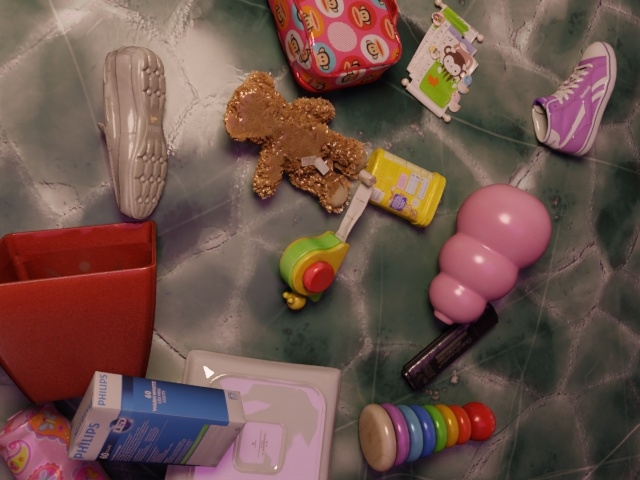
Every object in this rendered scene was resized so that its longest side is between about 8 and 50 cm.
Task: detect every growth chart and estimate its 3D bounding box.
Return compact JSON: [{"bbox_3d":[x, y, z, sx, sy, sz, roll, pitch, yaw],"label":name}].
[{"bbox_3d":[0.289,-0.411,1.180,0.172,0.021,0.237,26,86,-17],"label":"growth chart"}]

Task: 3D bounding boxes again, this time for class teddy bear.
[{"bbox_3d":[-0.049,-0.196,1.061,0.337,0.113,0.245,12,97,-24],"label":"teddy bear"}]

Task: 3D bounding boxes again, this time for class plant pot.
[{"bbox_3d":[-0.413,0.123,0.894,0.267,0.267,0.236,-7,110,-16],"label":"plant pot"}]

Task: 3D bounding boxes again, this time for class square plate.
[{"bbox_3d":[-0.128,0.419,1.042,0.343,0.049,0.347,12,73,-16],"label":"square plate"}]

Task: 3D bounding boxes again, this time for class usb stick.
[{"bbox_3d":[0.311,0.247,1.212,0.278,0.045,0.077,-37,109,-11],"label":"usb stick"}]

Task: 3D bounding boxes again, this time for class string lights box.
[{"bbox_3d":[-0.277,0.315,0.879,0.259,0.077,0.133,19,116,-30],"label":"string lights box"}]

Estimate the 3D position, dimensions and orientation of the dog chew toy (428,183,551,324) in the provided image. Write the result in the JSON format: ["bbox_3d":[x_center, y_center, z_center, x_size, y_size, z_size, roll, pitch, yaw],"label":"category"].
[{"bbox_3d":[0.362,0.040,1.143,0.206,0.206,0.332,33,92,-16],"label":"dog chew toy"}]

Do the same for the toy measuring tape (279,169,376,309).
[{"bbox_3d":[0.000,0.000,1.043,0.121,0.121,0.330,22,106,-16],"label":"toy measuring tape"}]

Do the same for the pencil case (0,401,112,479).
[{"bbox_3d":[-0.481,0.438,0.954,0.124,0.124,0.284,-34,102,-12],"label":"pencil case"}]

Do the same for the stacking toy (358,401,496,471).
[{"bbox_3d":[0.261,0.428,1.168,0.330,0.141,0.141,-1,94,-21],"label":"stacking toy"}]

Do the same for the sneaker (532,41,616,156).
[{"bbox_3d":[0.608,-0.361,1.237,0.161,0.102,0.282,14,89,-14],"label":"sneaker"}]

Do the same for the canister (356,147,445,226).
[{"bbox_3d":[0.178,-0.119,1.137,0.169,0.073,0.126,22,87,-15],"label":"canister"}]

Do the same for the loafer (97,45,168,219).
[{"bbox_3d":[-0.361,-0.201,0.968,0.111,0.112,0.320,4,93,19],"label":"loafer"}]

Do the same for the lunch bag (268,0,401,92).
[{"bbox_3d":[0.039,-0.465,1.034,0.258,0.120,0.293,-19,90,-23],"label":"lunch bag"}]
